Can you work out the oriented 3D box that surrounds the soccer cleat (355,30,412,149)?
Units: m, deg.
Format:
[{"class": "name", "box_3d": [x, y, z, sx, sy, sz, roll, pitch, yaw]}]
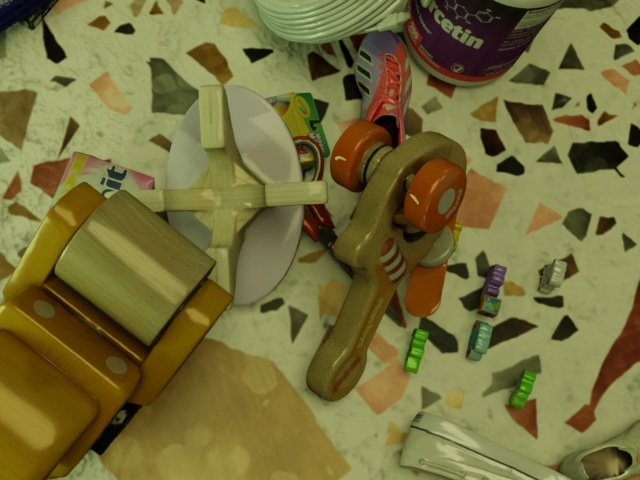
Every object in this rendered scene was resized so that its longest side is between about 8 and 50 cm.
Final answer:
[{"class": "soccer cleat", "box_3d": [0.088, -0.187, 1.294, 0.083, 0.095, 0.247, 8, 72, -8]}]

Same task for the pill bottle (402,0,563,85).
[{"class": "pill bottle", "box_3d": [0.230, -0.346, 1.248, 0.182, 0.323, 0.181, 3, 72, -9]}]

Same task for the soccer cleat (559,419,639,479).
[{"class": "soccer cleat", "box_3d": [0.398, 0.272, 1.217, 0.196, 0.076, 0.068, -18, 77, -15]}]

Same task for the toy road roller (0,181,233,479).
[{"class": "toy road roller", "box_3d": [-0.270, 0.126, 1.002, 0.202, 0.329, 0.240, 38, 30, -2]}]

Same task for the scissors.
[{"class": "scissors", "box_3d": [0.000, 0.000, 1.242, 0.109, 0.021, 0.297, -26, 92, -15]}]

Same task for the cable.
[{"class": "cable", "box_3d": [0.018, -0.378, 1.275, 0.257, 0.089, 0.257, -14, 56, 24]}]

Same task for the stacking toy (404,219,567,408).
[{"class": "stacking toy", "box_3d": [0.216, 0.096, 1.257, 0.167, 0.052, 0.221, 20, 72, -2]}]

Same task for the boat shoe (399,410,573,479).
[{"class": "boat shoe", "box_3d": [0.221, 0.303, 1.177, 0.258, 0.095, 0.084, 24, 74, 9]}]

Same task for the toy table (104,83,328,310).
[{"class": "toy table", "box_3d": [-0.114, -0.054, 1.142, 0.252, 0.161, 0.274, -14, 91, 4]}]

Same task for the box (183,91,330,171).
[{"class": "box", "box_3d": [-0.084, -0.134, 1.275, 0.179, 0.043, 0.105, -13, 76, -12]}]

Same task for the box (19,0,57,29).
[{"class": "box", "box_3d": [-0.394, -0.335, 1.292, 0.067, 0.018, 0.083, 31, 70, 0]}]

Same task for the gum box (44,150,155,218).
[{"class": "gum box", "box_3d": [-0.285, -0.013, 1.188, 0.107, 0.062, 0.188, 19, 71, -4]}]

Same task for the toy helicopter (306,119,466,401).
[{"class": "toy helicopter", "box_3d": [0.081, 0.035, 1.168, 0.140, 0.235, 0.354, 31, 104, 30]}]

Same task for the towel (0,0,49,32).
[{"class": "towel", "box_3d": [-0.510, -0.380, 1.250, 0.228, 0.076, 0.308, -40, 79, -10]}]
